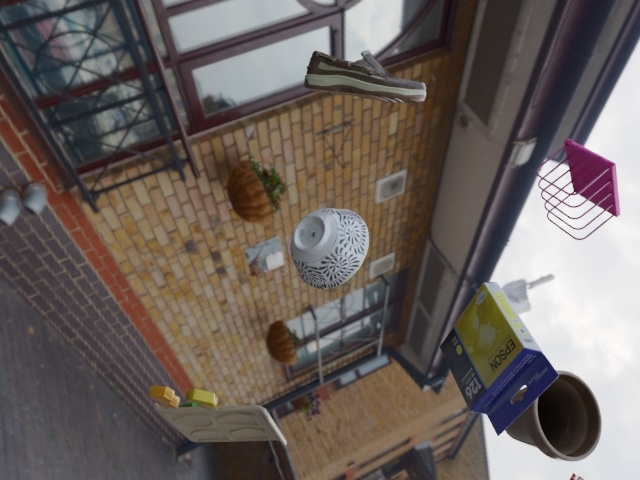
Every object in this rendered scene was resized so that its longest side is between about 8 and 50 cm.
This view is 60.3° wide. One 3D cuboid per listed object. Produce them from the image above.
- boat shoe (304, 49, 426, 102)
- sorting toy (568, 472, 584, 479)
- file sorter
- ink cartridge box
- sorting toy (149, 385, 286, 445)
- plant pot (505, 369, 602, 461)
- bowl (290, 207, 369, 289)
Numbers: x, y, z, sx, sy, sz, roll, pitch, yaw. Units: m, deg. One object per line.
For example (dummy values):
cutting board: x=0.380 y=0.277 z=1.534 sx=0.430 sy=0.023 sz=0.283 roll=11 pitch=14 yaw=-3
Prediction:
boat shoe: x=0.094 y=-0.347 z=1.141 sx=0.095 sy=0.257 sz=0.095 roll=-40 pitch=140 yaw=-78
sorting toy: x=0.666 y=0.661 z=1.283 sx=0.255 sy=0.089 sz=0.257 roll=33 pitch=3 yaw=31
file sorter: x=0.907 y=-0.169 z=1.958 sx=0.202 sy=0.182 sz=0.290 roll=50 pitch=-1 yaw=44
ink cartridge box: x=0.472 y=0.329 z=1.525 sx=0.307 sy=0.072 sz=0.303 roll=-108 pitch=-149 yaw=-44
sorting toy: x=-0.199 y=0.335 z=1.064 sx=0.307 sy=0.229 sz=0.041 roll=78 pitch=15 yaw=-55
plant pot: x=0.695 y=0.548 z=1.728 sx=0.263 sy=0.263 sz=0.229 roll=65 pitch=-27 yaw=8
bowl: x=0.000 y=0.000 z=1.049 sx=0.080 sy=0.170 sz=0.170 roll=37 pitch=14 yaw=-48
